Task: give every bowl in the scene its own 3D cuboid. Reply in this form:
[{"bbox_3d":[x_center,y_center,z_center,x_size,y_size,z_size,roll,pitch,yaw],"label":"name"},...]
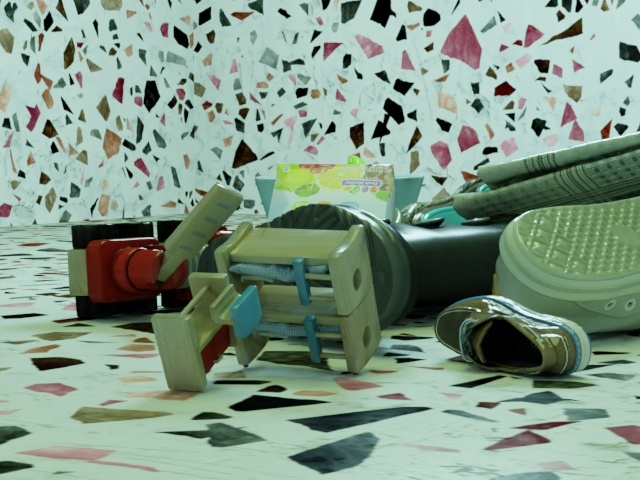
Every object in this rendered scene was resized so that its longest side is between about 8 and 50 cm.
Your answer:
[{"bbox_3d":[0.034,-0.038,2.568,0.311,0.163,0.311,0,3,0],"label":"bowl"}]

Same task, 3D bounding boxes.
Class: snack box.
[{"bbox_3d":[0.013,-0.015,2.007,0.174,0.207,0.070,0,-39,11],"label":"snack box"}]

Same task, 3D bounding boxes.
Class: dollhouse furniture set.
[{"bbox_3d":[-0.043,0.083,1.280,0.129,0.129,0.184,2,29,25],"label":"dollhouse furniture set"}]

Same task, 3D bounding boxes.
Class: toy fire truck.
[{"bbox_3d":[-0.167,0.012,1.756,0.246,0.158,0.217,-1,2,43],"label":"toy fire truck"}]

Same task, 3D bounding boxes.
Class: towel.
[{"bbox_3d":[0.377,-0.054,1.900,0.324,0.056,0.312,-16,-25,29],"label":"towel"}]

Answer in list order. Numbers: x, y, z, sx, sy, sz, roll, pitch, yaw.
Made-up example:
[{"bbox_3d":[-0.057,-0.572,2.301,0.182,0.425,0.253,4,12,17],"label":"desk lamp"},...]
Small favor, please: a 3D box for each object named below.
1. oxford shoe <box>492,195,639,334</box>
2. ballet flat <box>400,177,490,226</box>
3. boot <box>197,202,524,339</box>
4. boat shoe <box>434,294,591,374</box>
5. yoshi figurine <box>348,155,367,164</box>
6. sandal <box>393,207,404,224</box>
[{"bbox_3d":[0.371,0.040,1.623,0.449,0.130,0.169,-2,44,-32],"label":"oxford shoe"},{"bbox_3d":[0.224,-0.016,2.380,0.182,0.164,0.483,-9,1,39],"label":"ballet flat"},{"bbox_3d":[0.135,0.035,1.672,0.445,0.146,0.367,1,0,-36],"label":"boot"},{"bbox_3d":[0.168,0.090,1.342,0.066,0.066,0.183,-5,6,-40],"label":"boat shoe"},{"bbox_3d":[0.034,-0.072,2.922,0.203,0.203,0.362,-6,-2,31],"label":"yoshi figurine"},{"bbox_3d":[0.000,0.000,2.096,0.303,0.086,0.120,-20,14,-29],"label":"sandal"}]
